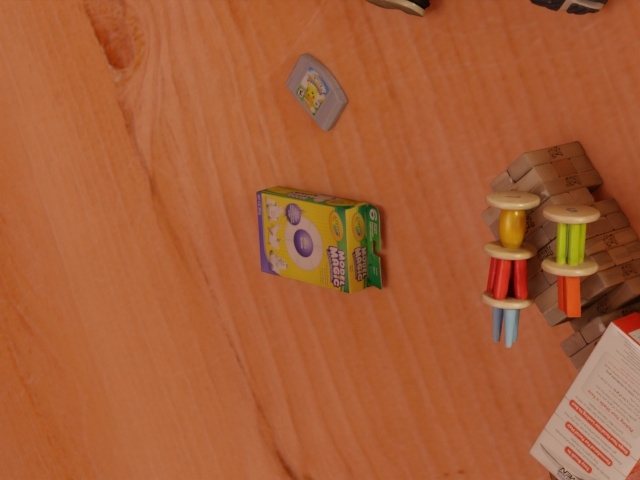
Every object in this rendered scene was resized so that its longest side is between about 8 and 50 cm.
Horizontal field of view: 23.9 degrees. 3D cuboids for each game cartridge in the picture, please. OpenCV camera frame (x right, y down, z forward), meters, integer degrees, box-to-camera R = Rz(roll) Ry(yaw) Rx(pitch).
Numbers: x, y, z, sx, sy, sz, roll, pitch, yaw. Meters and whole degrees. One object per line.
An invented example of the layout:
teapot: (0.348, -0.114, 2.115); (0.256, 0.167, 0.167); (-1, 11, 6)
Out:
game cartridge: (-0.005, -0.174, 1.747); (0.083, 0.017, 0.056); (51, 129, 23)

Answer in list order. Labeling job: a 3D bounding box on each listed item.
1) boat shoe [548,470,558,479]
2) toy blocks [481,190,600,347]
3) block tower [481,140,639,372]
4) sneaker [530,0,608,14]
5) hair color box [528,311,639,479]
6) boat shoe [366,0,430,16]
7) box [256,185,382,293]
boat shoe: (0.308, 0.311, 1.493); (0.123, 0.116, 0.324); (-34, 77, 47)
toy blocks: (0.206, 0.036, 1.426); (0.123, 0.054, 0.148); (17, 113, 43)
block tower: (0.285, 0.070, 1.462); (0.091, 0.097, 0.335); (-45, 68, 44)
sneaker: (0.180, -0.327, 1.438); (0.275, 0.110, 0.107); (42, 149, 8)
hair color box: (0.273, 0.160, 1.388); (0.093, 0.053, 0.167); (43, 123, 27)
boat shoe: (0.070, -0.272, 1.618); (0.133, 0.049, 0.042); (23, 90, 48)
box: (0.000, 0.000, 1.777); (0.179, 0.043, 0.105); (11, 110, 43)
